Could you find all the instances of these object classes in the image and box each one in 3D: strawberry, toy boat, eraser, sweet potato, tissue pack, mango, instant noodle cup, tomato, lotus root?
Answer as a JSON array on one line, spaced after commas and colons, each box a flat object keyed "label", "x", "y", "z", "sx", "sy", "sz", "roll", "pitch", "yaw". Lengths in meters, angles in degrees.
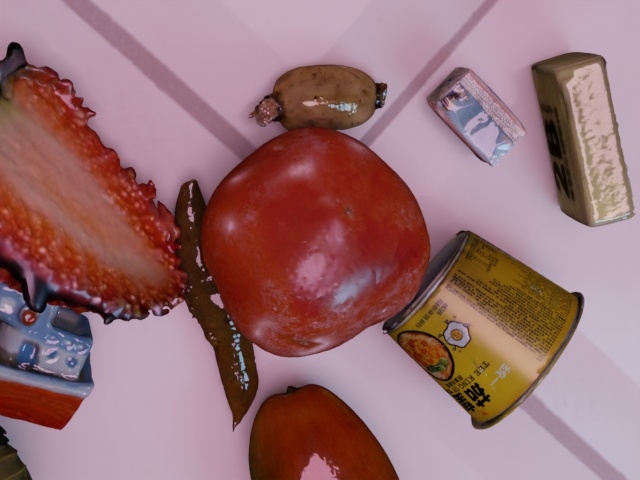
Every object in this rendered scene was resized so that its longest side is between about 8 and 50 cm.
[{"label": "strawberry", "x": -0.278, "y": -0.017, "z": 1.196, "sx": 0.137, "sy": 0.233, "sz": 0.306, "roll": -24, "pitch": 110, "yaw": 36}, {"label": "toy boat", "x": -0.377, "y": 0.066, "z": 1.209, "sx": 0.331, "sy": 0.145, "sz": 0.133, "roll": 21, "pitch": 102, "yaw": -18}, {"label": "eraser", "x": 0.274, "y": -0.108, "z": 1.297, "sx": 0.058, "sy": 0.117, "sz": 0.172, "roll": -14, "pitch": 102, "yaw": -2}, {"label": "sweet potato", "x": -0.108, "y": 0.069, "z": 1.297, "sx": 0.067, "sy": 0.067, "sz": 0.274, "roll": -15, "pitch": 101, "yaw": -6}, {"label": "tissue pack", "x": 0.162, "y": -0.132, "z": 1.297, "sx": 0.059, "sy": 0.074, "sz": 0.094, "roll": -44, "pitch": 101, "yaw": 4}, {"label": "mango", "x": 0.022, "y": 0.288, "z": 1.326, "sx": 0.146, "sy": 0.129, "sz": 0.289, "roll": -35, "pitch": 107, "yaw": -7}, {"label": "instant noodle cup", "x": 0.163, "y": 0.083, "z": 1.293, "sx": 0.144, "sy": 0.182, "sz": 0.182, "roll": 38, "pitch": 93, "yaw": -3}, {"label": "tomato", "x": -0.002, "y": -0.004, "z": 1.221, "sx": 0.231, "sy": 0.188, "sz": 0.232, "roll": 5, "pitch": 79, "yaw": -26}, {"label": "lotus root", "x": -0.002, "y": -0.145, "z": 1.275, "sx": 0.151, "sy": 0.063, "sz": 0.072, "roll": -12, "pitch": 112, "yaw": -10}]

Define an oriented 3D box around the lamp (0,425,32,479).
[{"label": "lamp", "x": -0.407, "y": 0.248, "z": 1.198, "sx": 0.250, "sy": 0.250, "sz": 0.284, "roll": -24, "pitch": 89, "yaw": -4}]
